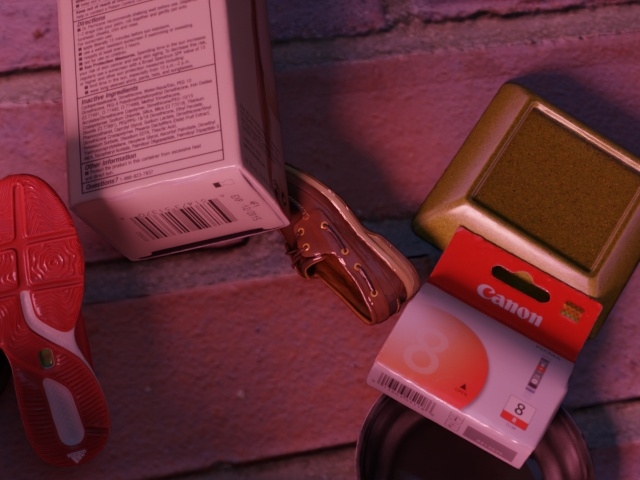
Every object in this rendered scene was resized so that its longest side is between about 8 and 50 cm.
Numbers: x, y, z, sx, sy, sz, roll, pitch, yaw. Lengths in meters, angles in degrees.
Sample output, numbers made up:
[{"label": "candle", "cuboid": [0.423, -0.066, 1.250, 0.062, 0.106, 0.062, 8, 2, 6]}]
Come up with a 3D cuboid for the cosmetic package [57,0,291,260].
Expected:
[{"label": "cosmetic package", "cuboid": [-0.124, -0.150, 1.438, 0.153, 0.129, 0.296, -12, 66, 14]}]

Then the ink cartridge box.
[{"label": "ink cartridge box", "cuboid": [0.141, 0.077, 1.411, 0.145, 0.045, 0.179, 29, 60, 6]}]

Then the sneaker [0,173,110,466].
[{"label": "sneaker", "cuboid": [-0.220, 0.057, 1.331, 0.087, 0.128, 0.221, -9, 97, -14]}]

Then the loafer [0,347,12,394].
[{"label": "loafer", "cuboid": [-0.388, 0.142, 1.267, 0.134, 0.130, 0.366, 44, 65, 11]}]

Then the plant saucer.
[{"label": "plant saucer", "cuboid": [0.205, -0.039, 1.519, 0.188, 0.045, 0.188, 32, 63, 5]}]

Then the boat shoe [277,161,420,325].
[{"label": "boat shoe", "cuboid": [0.000, 0.000, 1.449, 0.178, 0.064, 0.060, 40, 62, 6]}]

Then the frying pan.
[{"label": "frying pan", "cuboid": [0.081, 0.231, 1.360, 0.197, 0.053, 0.326, 40, 64, 10]}]
